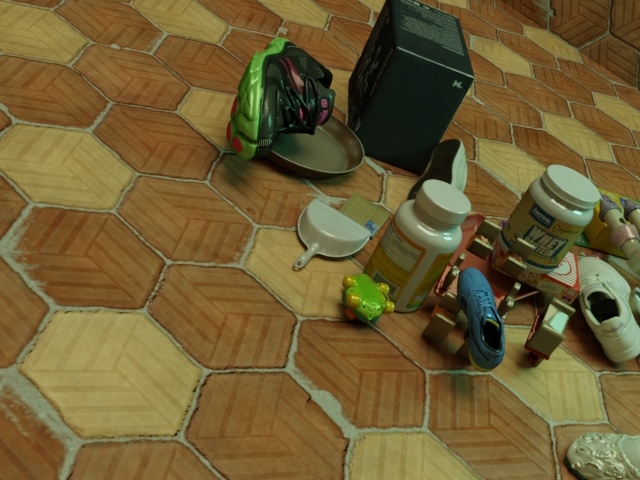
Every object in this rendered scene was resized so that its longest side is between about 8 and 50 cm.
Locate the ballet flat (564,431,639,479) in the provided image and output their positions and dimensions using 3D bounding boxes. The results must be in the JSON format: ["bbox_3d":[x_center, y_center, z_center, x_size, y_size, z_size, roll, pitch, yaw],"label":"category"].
[{"bbox_3d":[0.639,0.425,1.527,0.409,0.147,0.147,28,33,2],"label":"ballet flat"}]

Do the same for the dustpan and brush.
[{"bbox_3d":[0.000,0.000,1.746,0.147,0.060,0.211,31,26,10],"label":"dustpan and brush"}]

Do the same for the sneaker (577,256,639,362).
[{"bbox_3d":[0.621,0.118,1.911,0.152,0.114,0.305,52,18,-32],"label":"sneaker"}]

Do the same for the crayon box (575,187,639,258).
[{"bbox_3d":[0.795,-0.043,2.329,0.323,0.083,0.203,14,35,-18],"label":"crayon box"}]

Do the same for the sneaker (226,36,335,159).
[{"bbox_3d":[-0.070,-0.317,1.922,0.202,0.185,0.482,22,34,-1],"label":"sneaker"}]

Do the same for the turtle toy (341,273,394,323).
[{"bbox_3d":[0.078,0.107,1.631,0.095,0.066,0.130,13,35,-20],"label":"turtle toy"}]

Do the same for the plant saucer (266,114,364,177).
[{"bbox_3d":[-0.047,-0.237,2.037,0.311,0.050,0.310,18,33,-12],"label":"plant saucer"}]

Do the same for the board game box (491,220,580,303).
[{"bbox_3d":[0.475,0.047,1.927,0.194,0.045,0.146,25,33,-4],"label":"board game box"}]

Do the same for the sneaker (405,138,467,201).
[{"bbox_3d":[0.290,-0.110,2.055,0.106,0.123,0.290,3,43,33],"label":"sneaker"}]

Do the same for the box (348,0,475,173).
[{"bbox_3d":[0.221,-0.413,2.244,0.212,0.293,0.395,19,33,-12],"label":"box"}]

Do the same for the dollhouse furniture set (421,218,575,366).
[{"bbox_3d":[0.348,0.134,1.712,0.259,0.135,0.262,29,56,5],"label":"dollhouse furniture set"}]

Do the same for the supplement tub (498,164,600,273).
[{"bbox_3d":[0.479,-0.044,1.828,0.144,0.199,0.144,18,35,-13],"label":"supplement tub"}]

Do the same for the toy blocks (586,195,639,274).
[{"bbox_3d":[0.813,-0.017,2.095,0.289,0.309,0.260,12,42,-23],"label":"toy blocks"}]

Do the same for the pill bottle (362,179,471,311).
[{"bbox_3d":[0.188,0.008,1.679,0.136,0.245,0.136,19,34,-13],"label":"pill bottle"}]

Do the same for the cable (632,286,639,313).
[{"bbox_3d":[0.821,0.200,1.939,0.257,0.089,0.257,6,53,-52],"label":"cable"}]

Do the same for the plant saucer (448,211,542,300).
[{"bbox_3d":[0.358,0.049,1.927,0.258,0.047,0.259,-12,50,-44],"label":"plant saucer"}]

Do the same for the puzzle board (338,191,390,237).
[{"bbox_3d":[0.094,-0.055,1.918,0.096,0.011,0.128,32,34,5],"label":"puzzle board"}]

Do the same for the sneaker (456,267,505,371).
[{"bbox_3d":[0.297,0.130,1.570,0.069,0.082,0.209,3,56,-10],"label":"sneaker"}]
